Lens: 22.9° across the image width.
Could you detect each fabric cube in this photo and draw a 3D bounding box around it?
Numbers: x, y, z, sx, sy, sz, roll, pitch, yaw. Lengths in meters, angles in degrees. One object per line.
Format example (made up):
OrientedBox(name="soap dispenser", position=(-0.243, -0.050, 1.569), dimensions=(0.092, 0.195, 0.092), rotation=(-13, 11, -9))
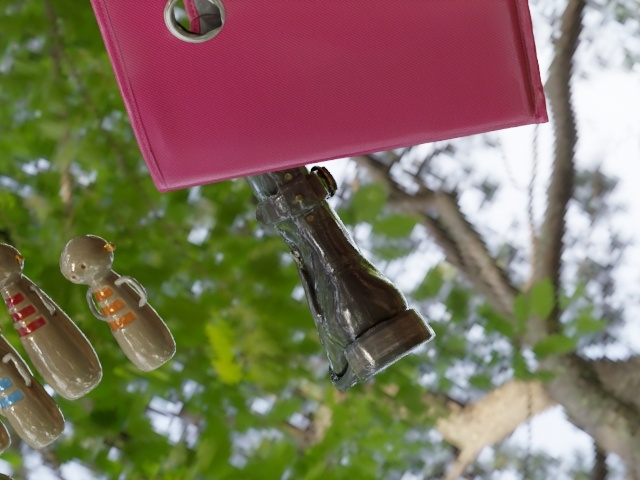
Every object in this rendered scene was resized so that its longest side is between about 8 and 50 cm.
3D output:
OrientedBox(name="fabric cube", position=(-0.006, -0.216, 1.037), dimensions=(0.258, 0.254, 0.259), rotation=(-9, -146, 8))

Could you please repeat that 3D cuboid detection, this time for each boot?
OrientedBox(name="boot", position=(0.000, 0.000, 1.272), dimensions=(0.229, 0.091, 0.263), rotation=(58, 172, 5))

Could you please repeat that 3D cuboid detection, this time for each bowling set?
OrientedBox(name="bowling set", position=(-0.279, 0.103, 1.316), dimensions=(0.154, 0.287, 0.200), rotation=(56, -136, -12))

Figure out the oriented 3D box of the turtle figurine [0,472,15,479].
OrientedBox(name="turtle figurine", position=(-0.256, 0.178, 0.688), dimensions=(0.275, 0.266, 0.198), rotation=(-40, -82, -42))
